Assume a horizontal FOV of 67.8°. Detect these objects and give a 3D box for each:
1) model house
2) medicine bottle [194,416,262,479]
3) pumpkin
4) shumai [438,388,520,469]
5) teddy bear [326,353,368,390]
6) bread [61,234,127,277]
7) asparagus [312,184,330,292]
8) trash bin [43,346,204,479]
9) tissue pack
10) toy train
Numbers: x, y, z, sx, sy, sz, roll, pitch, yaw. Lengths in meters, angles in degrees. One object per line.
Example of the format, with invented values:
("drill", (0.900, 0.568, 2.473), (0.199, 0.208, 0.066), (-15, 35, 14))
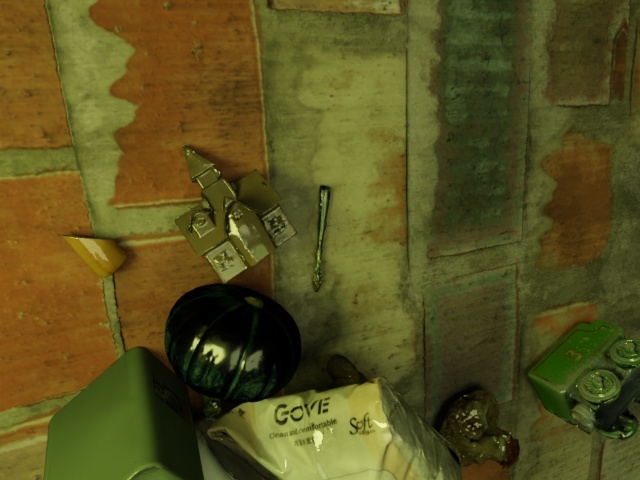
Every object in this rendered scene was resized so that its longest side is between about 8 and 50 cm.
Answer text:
("model house", (-0.176, -0.070, 0.855), (0.181, 0.176, 0.248), (-36, 96, -12))
("medicine bottle", (-0.299, 0.536, 0.887), (0.379, 0.213, 0.213), (-41, 114, -10))
("pumpkin", (-0.168, 0.207, 0.861), (0.248, 0.248, 0.247), (-5, 103, -22))
("shumai", (0.408, 0.491, 1.200), (0.210, 0.153, 0.161), (-37, 120, -17))
("teddy bear", (0.059, 0.374, 1.053), (0.177, 0.140, 0.190), (-50, 135, -24))
("bread", (-0.387, 0.014, 0.827), (0.062, 0.049, 0.103), (-37, 114, -12))
("asparagus", (0.000, 0.000, 1.006), (0.022, 0.023, 0.232), (9, 100, 20))
("trash bin", (-0.314, 0.357, 0.772), (0.223, 0.343, 0.158), (-42, 116, -11))
("tissue pack", (0.038, 0.411, 0.882), (0.376, 0.195, 0.390), (-20, 126, 23))
("toy train", (0.742, 0.364, 1.273), (0.307, 0.249, 0.173), (-37, 110, -13))
